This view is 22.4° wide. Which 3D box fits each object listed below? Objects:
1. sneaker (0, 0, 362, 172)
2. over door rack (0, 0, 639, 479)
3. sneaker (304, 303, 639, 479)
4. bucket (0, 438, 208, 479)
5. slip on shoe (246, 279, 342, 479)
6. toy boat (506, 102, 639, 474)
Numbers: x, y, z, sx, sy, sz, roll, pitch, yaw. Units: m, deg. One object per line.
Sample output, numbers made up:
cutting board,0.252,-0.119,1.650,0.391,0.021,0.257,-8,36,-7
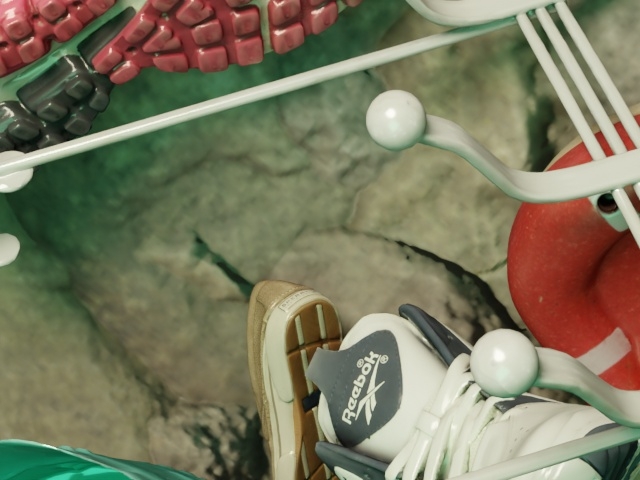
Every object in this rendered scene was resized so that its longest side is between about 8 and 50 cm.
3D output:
sneaker,-0.091,-0.130,0.695,0.299,0.112,0.121,-24,142,8
over door rack,0.000,0.000,0.603,0.324,0.239,0.108,-24,140,5
sneaker,0.055,0.088,0.705,0.153,0.235,0.094,30,88,11
bucket,-0.122,0.227,0.755,0.281,0.183,0.281,-1,84,9
slip on shoe,-0.012,0.082,0.800,0.041,0.051,0.135,24,133,45
toy boat,0.177,0.053,0.685,0.151,0.151,0.231,-34,102,22
